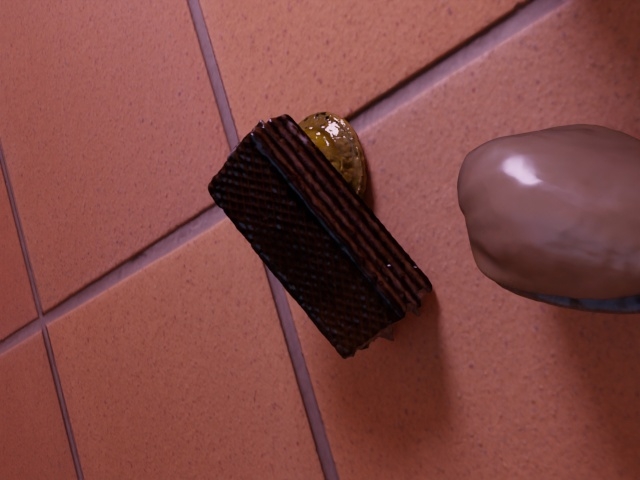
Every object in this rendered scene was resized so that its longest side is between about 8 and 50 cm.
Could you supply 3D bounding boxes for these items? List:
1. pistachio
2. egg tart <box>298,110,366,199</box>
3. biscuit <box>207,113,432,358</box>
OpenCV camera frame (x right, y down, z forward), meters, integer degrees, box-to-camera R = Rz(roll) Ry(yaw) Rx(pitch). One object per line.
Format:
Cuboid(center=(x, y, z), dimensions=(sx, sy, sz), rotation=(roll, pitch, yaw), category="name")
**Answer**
Cuboid(center=(0.198, -0.017, 0.789), dimensions=(0.223, 0.126, 0.152), rotation=(31, 84, 43), category="pistachio")
Cuboid(center=(-0.004, -0.072, 1.078), dimensions=(0.130, 0.052, 0.130), rotation=(11, 105, 46), category="egg tart")
Cuboid(center=(0.000, 0.000, 1.018), dimensions=(0.252, 0.070, 0.106), rotation=(51, 135, 4), category="biscuit")
